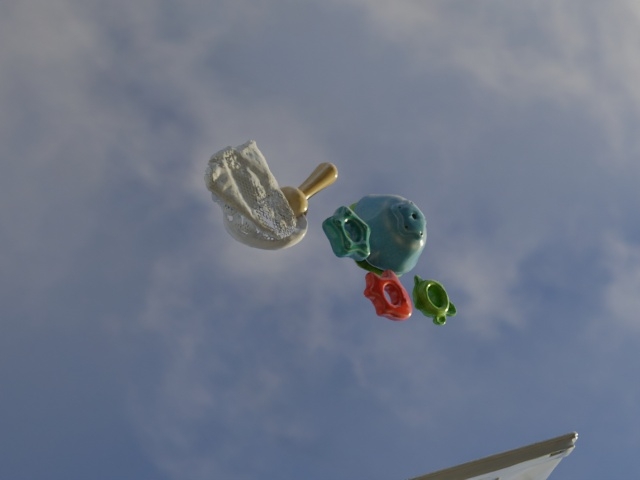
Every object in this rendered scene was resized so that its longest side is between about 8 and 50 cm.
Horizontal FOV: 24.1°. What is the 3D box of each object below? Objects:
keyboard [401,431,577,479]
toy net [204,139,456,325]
[{"bbox_3d":[0.056,0.175,0.994,0.256,0.072,0.014,-10,-119,-28],"label":"keyboard"},{"bbox_3d":[0.000,0.000,1.083,0.232,0.045,0.122,14,-124,-40],"label":"toy net"}]
